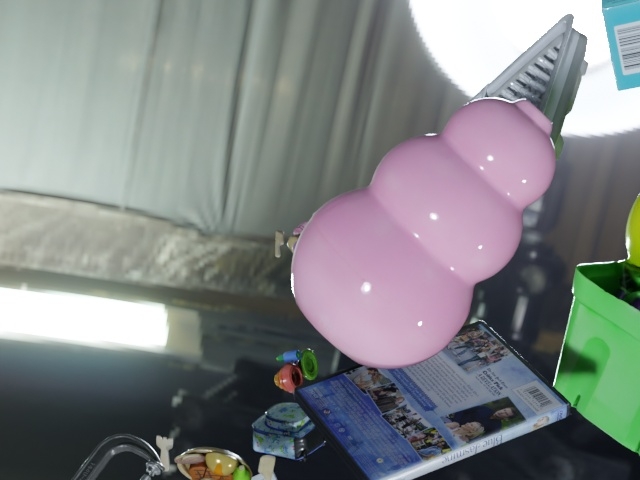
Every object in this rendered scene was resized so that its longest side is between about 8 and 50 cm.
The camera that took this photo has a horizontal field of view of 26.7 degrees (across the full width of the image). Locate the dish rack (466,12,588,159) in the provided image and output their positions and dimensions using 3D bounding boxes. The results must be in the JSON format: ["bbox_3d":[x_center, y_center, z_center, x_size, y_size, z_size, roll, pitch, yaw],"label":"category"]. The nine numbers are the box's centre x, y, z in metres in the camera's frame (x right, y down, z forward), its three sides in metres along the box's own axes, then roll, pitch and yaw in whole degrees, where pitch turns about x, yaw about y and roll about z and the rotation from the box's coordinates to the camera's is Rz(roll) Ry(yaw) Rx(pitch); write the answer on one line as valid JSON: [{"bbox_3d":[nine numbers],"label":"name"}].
[{"bbox_3d":[0.276,-0.153,1.980,0.072,0.333,0.285,32,-125,-11],"label":"dish rack"}]

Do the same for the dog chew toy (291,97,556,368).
[{"bbox_3d":[0.124,-0.019,1.470,0.206,0.332,0.206,42,-172,-7],"label":"dog chew toy"}]

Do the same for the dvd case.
[{"bbox_3d":[0.121,0.177,1.486,0.253,0.022,0.180,-18,-144,-21],"label":"dvd case"}]

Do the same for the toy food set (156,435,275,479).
[{"bbox_3d":[-0.172,0.373,2.167,0.192,0.132,0.038,10,-127,2],"label":"toy food set"}]

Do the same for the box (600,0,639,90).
[{"bbox_3d":[0.344,-0.265,1.489,0.060,0.100,0.244,-10,-151,16],"label":"box"}]

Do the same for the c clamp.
[{"bbox_3d":[-0.239,0.302,1.584,0.137,0.022,0.160,12,-125,27],"label":"c clamp"}]

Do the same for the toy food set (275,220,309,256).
[{"bbox_3d":[0.000,0.000,1.832,0.122,0.019,0.078,2,-142,-3],"label":"toy food set"}]

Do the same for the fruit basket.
[{"bbox_3d":[0.479,0.063,1.664,0.283,0.392,0.392,37,-152,32],"label":"fruit basket"}]

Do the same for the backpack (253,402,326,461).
[{"bbox_3d":[-0.061,0.337,2.403,0.114,0.084,0.105,3,-165,27],"label":"backpack"}]

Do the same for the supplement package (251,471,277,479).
[{"bbox_3d":[-0.145,0.558,2.305,0.198,0.262,0.199,-19,-117,-22],"label":"supplement package"}]

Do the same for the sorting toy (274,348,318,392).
[{"bbox_3d":[-0.046,0.209,2.194,0.042,0.061,0.102,-13,-169,30],"label":"sorting toy"}]
